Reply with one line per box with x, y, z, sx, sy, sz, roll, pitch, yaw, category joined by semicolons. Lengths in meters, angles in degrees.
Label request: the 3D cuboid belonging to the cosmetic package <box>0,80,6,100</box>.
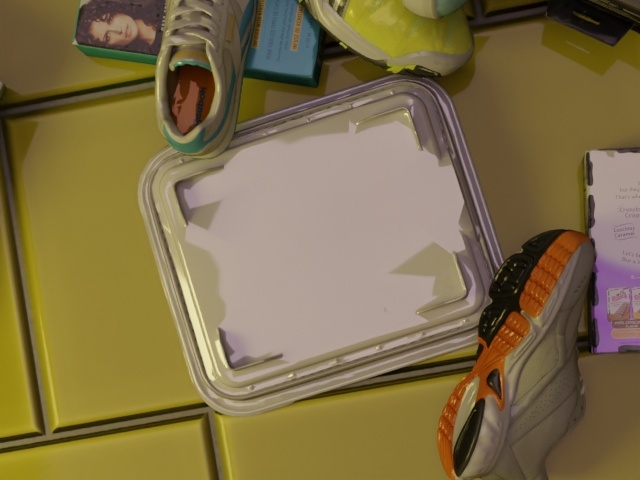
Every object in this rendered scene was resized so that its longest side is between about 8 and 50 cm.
-0.536;-0.095;1.651;0.377;0.097;0.284;22;90;-9;cosmetic package

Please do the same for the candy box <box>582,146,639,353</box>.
0.337;0.009;1.612;0.164;0.070;0.196;-2;86;6;candy box

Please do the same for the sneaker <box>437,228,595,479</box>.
0.210;0.115;1.597;0.121;0.099;0.262;16;106;-24;sneaker

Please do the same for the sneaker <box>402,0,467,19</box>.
0.213;-0.339;1.503;0.150;0.135;0.366;34;93;22;sneaker

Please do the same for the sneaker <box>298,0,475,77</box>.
0.031;-0.327;1.601;0.147;0.145;0.385;-34;91;45;sneaker

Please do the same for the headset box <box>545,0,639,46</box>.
0.314;-0.327;1.605;0.218;0.110;0.293;27;91;15;headset box

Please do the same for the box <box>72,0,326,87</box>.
-0.116;-0.221;1.679;0.244;0.060;0.100;8;86;6;box

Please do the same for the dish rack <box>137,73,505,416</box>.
0.000;0.000;1.648;0.332;0.072;0.286;-18;84;3;dish rack

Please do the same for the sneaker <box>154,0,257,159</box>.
-0.111;-0.194;1.599;0.087;0.092;0.229;1;88;8;sneaker
